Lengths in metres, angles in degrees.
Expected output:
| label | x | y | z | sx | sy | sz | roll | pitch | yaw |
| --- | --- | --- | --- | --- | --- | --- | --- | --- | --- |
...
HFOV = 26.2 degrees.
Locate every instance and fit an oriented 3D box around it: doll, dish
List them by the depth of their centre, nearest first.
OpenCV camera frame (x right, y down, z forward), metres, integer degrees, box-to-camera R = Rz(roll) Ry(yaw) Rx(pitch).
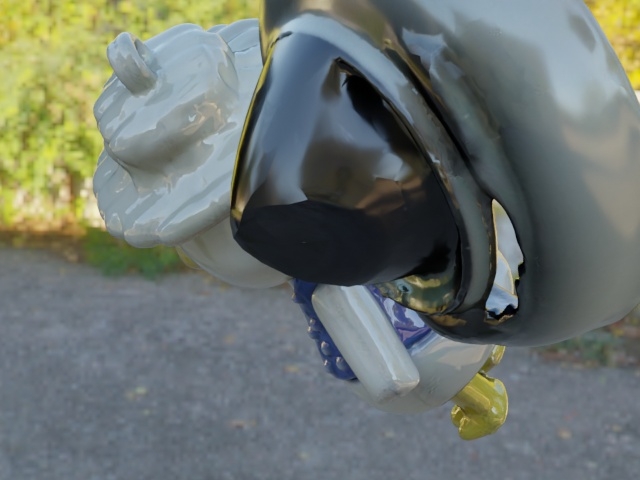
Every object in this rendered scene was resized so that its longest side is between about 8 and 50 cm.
| label | x | y | z | sx | sy | sz | roll | pitch | yaw |
| --- | --- | --- | --- | --- | --- | --- | --- | --- | --- |
| dish | 0.012 | -0.017 | 0.361 | 0.078 | 0.141 | 0.141 | -34 | 30 | -22 |
| doll | 0.000 | 0.000 | 0.644 | 0.119 | 0.293 | 0.138 | -28 | 43 | 23 |
